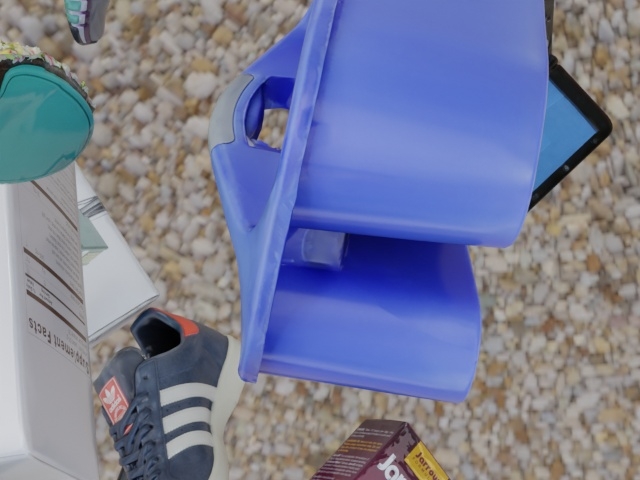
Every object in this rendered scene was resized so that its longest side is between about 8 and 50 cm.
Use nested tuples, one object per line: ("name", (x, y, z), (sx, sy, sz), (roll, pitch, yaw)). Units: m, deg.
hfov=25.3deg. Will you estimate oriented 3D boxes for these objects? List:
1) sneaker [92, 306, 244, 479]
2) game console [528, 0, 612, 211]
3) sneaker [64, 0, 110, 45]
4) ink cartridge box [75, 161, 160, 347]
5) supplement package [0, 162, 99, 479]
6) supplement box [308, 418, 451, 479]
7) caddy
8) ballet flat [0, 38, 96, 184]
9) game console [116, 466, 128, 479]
("sneaker", (-0.178, 0.203, 1.489), (0.148, 0.350, 0.131), (33, 120, -17))
("game console", (0.172, -0.115, 1.166), (0.085, 0.144, 0.124), (31, 147, 29))
("sneaker", (-0.197, -0.271, 1.342), (0.098, 0.083, 0.223), (-6, 144, -8))
("ink cartridge box", (-0.320, -0.011, 1.624), (0.121, 0.211, 0.289), (-32, 90, -19))
("supplement package", (-0.279, 0.044, 1.051), (0.178, 0.175, 0.293), (-9, 71, 5))
("supplement box", (0.034, 0.275, 1.391), (0.104, 0.188, 0.081), (53, 154, -15))
("caddy", (0.022, -0.056, 0.862), (0.179, 0.341, 0.241), (13, 123, -1))
("ballet flat", (-0.197, -0.075, 0.707), (0.077, 0.241, 0.091), (42, 105, 14))
("game console", (-0.241, 0.366, 2.116), (0.060, 0.342, 0.386), (19, 81, 8))
